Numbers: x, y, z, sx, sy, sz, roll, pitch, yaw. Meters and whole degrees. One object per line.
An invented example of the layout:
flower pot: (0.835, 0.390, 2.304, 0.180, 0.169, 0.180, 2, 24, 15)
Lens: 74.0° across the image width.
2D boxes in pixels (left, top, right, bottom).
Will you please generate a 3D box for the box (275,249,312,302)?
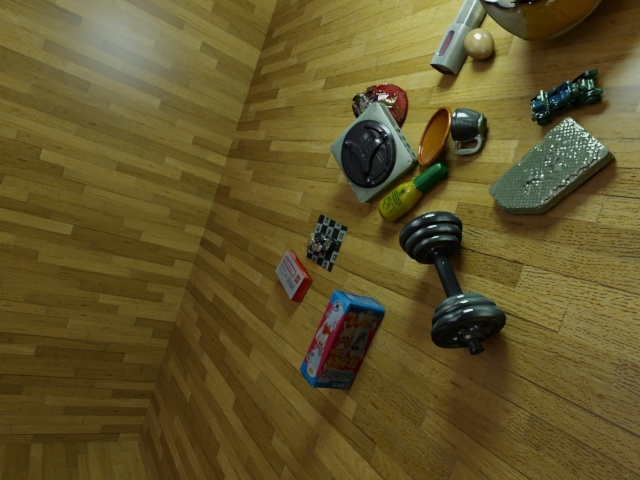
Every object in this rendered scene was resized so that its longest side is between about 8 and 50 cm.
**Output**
box: (-0.118, 0.146, 1.799, 0.122, 0.050, 0.229, -60, 36, 16)

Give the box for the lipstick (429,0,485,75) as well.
lipstick: (0.442, -0.651, 1.324, 0.252, 0.078, 0.079, -63, 35, 12)

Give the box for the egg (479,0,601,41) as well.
egg: (0.558, -0.625, 1.038, 0.338, 0.201, 0.336, -14, 58, 23)

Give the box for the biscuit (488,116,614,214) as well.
biscuit: (0.530, -0.157, 1.009, 0.252, 0.052, 0.150, -48, 42, 33)

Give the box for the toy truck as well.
toy truck: (0.573, -0.345, 1.007, 0.154, 0.078, 0.080, -20, 61, 49)

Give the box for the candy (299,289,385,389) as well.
candy: (0.069, 0.323, 1.362, 0.100, 0.158, 0.305, 37, 106, 54)

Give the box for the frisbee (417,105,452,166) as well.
frisbee: (0.358, -0.315, 1.309, 0.192, 0.035, 0.191, -163, 90, -78)

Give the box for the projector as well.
projector: (0.173, -0.299, 1.475, 0.259, 0.079, 0.257, -39, 73, 39)

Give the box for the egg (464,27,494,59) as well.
egg: (0.468, -0.574, 1.251, 0.080, 0.080, 0.096, -35, 53, 43)

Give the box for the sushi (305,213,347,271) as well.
sushi: (0.000, 0.000, 1.694, 0.215, 0.051, 0.192, 29, 100, 55)

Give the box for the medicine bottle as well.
medicine bottle: (0.288, -0.155, 1.338, 0.260, 0.064, 0.094, -41, 47, 39)

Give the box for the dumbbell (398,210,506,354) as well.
dumbbell: (0.324, 0.094, 1.082, 0.179, 0.179, 0.405, -43, 43, 36)

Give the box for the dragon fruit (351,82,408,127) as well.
dragon fruit: (0.193, -0.477, 1.539, 0.219, 0.148, 0.223, 30, 102, 54)

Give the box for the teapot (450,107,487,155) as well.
teapot: (0.428, -0.314, 1.214, 0.091, 0.124, 0.092, 13, 43, 36)
